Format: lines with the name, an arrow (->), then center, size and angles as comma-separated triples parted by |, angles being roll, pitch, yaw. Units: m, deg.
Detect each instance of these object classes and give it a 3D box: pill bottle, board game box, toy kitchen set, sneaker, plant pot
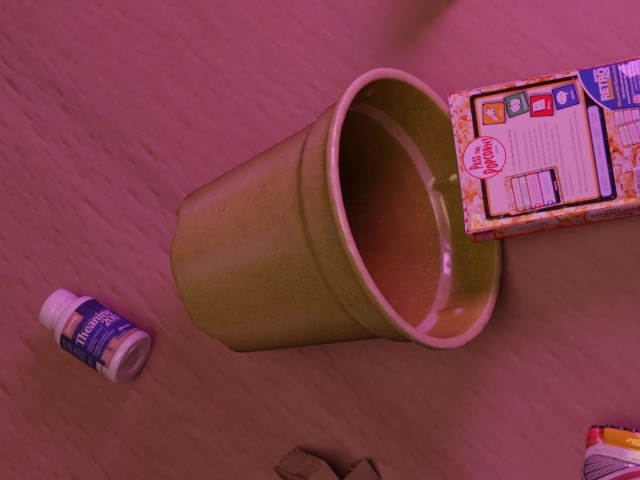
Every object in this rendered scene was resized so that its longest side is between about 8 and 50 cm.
pill bottle -> -0.254, 0.104, 1.770 | 0.120, 0.067, 0.067 | 31, 103, 20
board game box -> 0.228, -0.087, 1.528 | 0.193, 0.045, 0.147 | -9, 74, 13
toy kitchen set -> 0.012, 0.255, 1.680 | 0.068, 0.075, 0.083 | -43, 111, -18
sneaker -> 0.353, 0.240, 1.488 | 0.225, 0.088, 0.093 | 8, 79, 32
plant pot -> 0.000, 0.000, 1.569 | 0.254, 0.276, 0.276 | -19, 84, 35
